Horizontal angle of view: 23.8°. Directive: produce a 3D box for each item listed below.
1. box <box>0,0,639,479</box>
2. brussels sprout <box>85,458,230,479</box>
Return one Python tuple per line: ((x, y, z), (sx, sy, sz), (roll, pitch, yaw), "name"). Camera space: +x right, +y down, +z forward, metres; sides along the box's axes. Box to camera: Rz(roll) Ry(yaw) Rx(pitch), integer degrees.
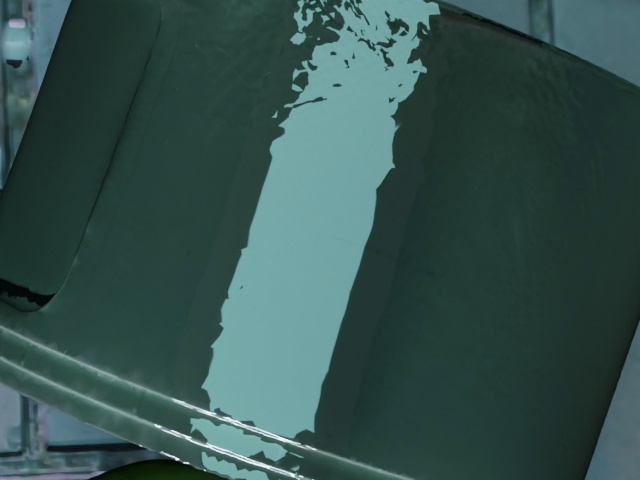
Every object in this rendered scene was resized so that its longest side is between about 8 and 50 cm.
((0.000, 0.000, 0.530), (0.226, 0.226, 0.149), (19, 89, 4), "box")
((-0.050, 0.220, 0.539), (0.219, 0.210, 0.271), (-33, 98, -20), "brussels sprout")
